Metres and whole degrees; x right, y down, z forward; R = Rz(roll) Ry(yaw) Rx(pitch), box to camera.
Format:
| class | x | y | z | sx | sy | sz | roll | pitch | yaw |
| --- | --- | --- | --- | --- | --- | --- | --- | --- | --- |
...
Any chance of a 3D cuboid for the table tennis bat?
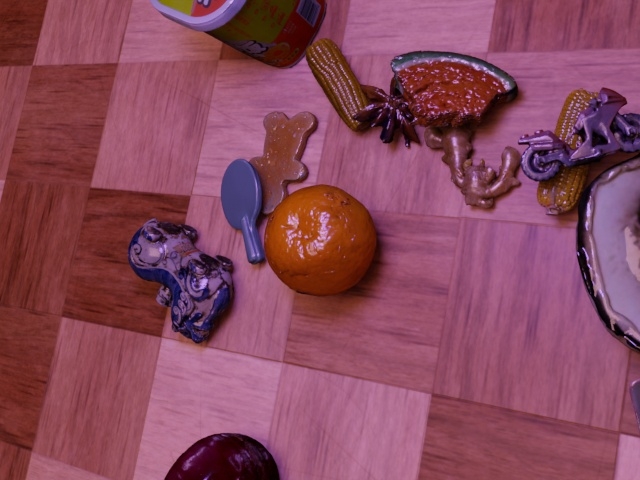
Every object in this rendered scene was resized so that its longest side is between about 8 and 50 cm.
| class | x | y | z | sx | sy | sz | roll | pitch | yaw |
| --- | --- | --- | --- | --- | --- | --- | --- | --- | --- |
| table tennis bat | -0.163 | -0.062 | 1.716 | 0.149 | 0.038 | 0.237 | -35 | 63 | 46 |

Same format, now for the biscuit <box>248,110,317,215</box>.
| class | x | y | z | sx | sy | sz | roll | pitch | yaw |
| --- | --- | --- | --- | --- | --- | --- | --- | --- | --- |
| biscuit | -0.090 | -0.168 | 1.723 | 0.153 | 0.030 | 0.235 | 8 | 83 | 34 |

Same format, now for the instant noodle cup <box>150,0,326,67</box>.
| class | x | y | z | sx | sy | sz | roll | pitch | yaw |
| --- | --- | --- | --- | --- | --- | --- | --- | --- | --- |
| instant noodle cup | -0.157 | -0.522 | 1.681 | 0.293 | 0.308 | 0.294 | -8 | 74 | 29 |

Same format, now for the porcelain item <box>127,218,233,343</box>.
| class | x | y | z | sx | sy | sz | roll | pitch | yaw |
| --- | --- | --- | --- | --- | --- | --- | --- | --- | --- |
| porcelain item | -0.311 | 0.083 | 1.747 | 0.288 | 0.138 | 0.186 | 35 | 114 | 27 |

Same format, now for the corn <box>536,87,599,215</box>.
| class | x | y | z | sx | sy | sz | roll | pitch | yaw |
| --- | --- | --- | --- | --- | --- | --- | --- | --- | --- |
| corn | 0.439 | -0.154 | 1.388 | 0.080 | 0.080 | 0.238 | 17 | 83 | 32 |

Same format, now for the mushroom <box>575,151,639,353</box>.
| class | x | y | z | sx | sy | sz | roll | pitch | yaw |
| --- | --- | --- | --- | --- | --- | --- | --- | --- | --- |
| mushroom | 0.534 | 0.037 | 1.263 | 0.247 | 0.130 | 0.344 | -23 | 72 | 2 |

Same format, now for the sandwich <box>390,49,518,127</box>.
| class | x | y | z | sx | sy | sz | roll | pitch | yaw |
| --- | --- | --- | --- | --- | --- | --- | --- | --- | --- |
| sandwich | 0.251 | -0.277 | 1.499 | 0.235 | 0.079 | 0.159 | -2 | 65 | 6 |

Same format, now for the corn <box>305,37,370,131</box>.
| class | x | y | z | sx | sy | sz | roll | pitch | yaw |
| --- | --- | --- | --- | --- | --- | --- | --- | --- | --- |
| corn | 0.042 | -0.325 | 1.660 | 0.080 | 0.080 | 0.231 | -36 | 68 | 18 |

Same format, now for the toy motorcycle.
| class | x | y | z | sx | sy | sz | roll | pitch | yaw |
| --- | --- | --- | --- | --- | --- | --- | --- | --- | --- |
| toy motorcycle | 0.429 | -0.178 | 1.313 | 0.212 | 0.084 | 0.118 | -18 | 86 | 11 |

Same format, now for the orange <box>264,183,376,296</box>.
| class | x | y | z | sx | sy | sz | roll | pitch | yaw |
| --- | --- | --- | --- | --- | --- | --- | --- | --- | --- |
| orange | 0.001 | 0.001 | 1.539 | 0.219 | 0.193 | 0.219 | 2 | 94 | 36 |

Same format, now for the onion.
| class | x | y | z | sx | sy | sz | roll | pitch | yaw |
| --- | --- | --- | --- | --- | --- | --- | --- | --- | --- |
| onion | -0.200 | 0.478 | 1.533 | 0.216 | 0.206 | 0.207 | 34 | 96 | 30 |

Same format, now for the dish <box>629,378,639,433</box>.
| class | x | y | z | sx | sy | sz | roll | pitch | yaw |
| --- | --- | --- | --- | --- | --- | --- | --- | --- | --- |
| dish | 0.572 | 0.307 | 1.204 | 0.151 | 0.077 | 0.213 | -17 | 71 | 28 |

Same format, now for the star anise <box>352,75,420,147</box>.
| class | x | y | z | sx | sy | sz | roll | pitch | yaw |
| --- | --- | --- | --- | --- | --- | --- | --- | --- | --- |
| star anise | 0.146 | -0.264 | 1.575 | 0.167 | 0.057 | 0.168 | 1 | 81 | -4 |

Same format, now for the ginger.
| class | x | y | z | sx | sy | sz | roll | pitch | yaw |
| --- | --- | --- | --- | --- | --- | --- | --- | --- | --- |
| ginger | 0.279 | -0.148 | 1.493 | 0.193 | 0.052 | 0.176 | 0 | 73 | 29 |
